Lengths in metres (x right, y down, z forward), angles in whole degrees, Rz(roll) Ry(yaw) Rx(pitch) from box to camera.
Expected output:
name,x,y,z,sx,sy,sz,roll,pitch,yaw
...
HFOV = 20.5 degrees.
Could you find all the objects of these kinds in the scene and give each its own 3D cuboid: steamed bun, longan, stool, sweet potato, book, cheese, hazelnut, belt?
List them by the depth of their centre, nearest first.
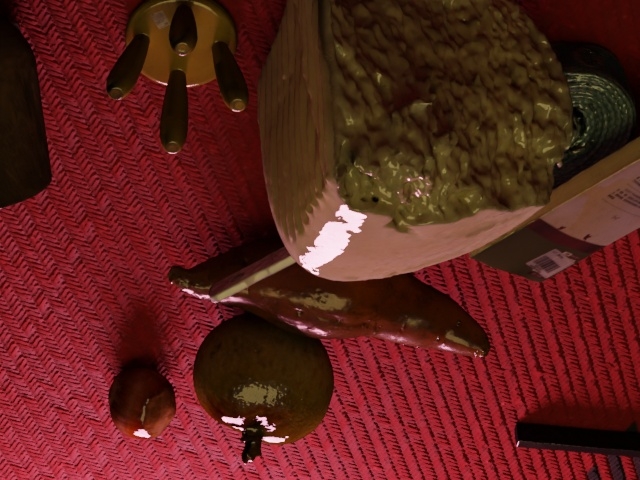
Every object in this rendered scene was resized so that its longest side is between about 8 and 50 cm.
name,x,y,z,sx,sy,sz,roll,pitch,yaw
stool,-0.347,-0.167,1.593,0.179,0.179,0.264,-5,109,2
steamed bun,0.089,-0.109,1.654,0.272,0.290,0.273,8,148,-16
stool,-0.135,-0.167,1.700,0.135,0.110,0.134,6,131,-6
belt,0.239,-0.116,1.778,0.148,0.082,0.163,8,129,-4
cheese,0.000,0.000,1.810,0.255,0.127,0.050,-29,107,3
book,0.307,-0.043,1.815,0.289,0.026,0.201,-31,156,21
sweet potato,0.014,0.052,1.895,0.359,0.112,0.112,7,130,-11
longan,-0.065,0.161,1.945,0.155,0.176,0.145,12,153,8
hazelnut,-0.205,0.186,2.025,0.086,0.086,0.086,-1,130,-1

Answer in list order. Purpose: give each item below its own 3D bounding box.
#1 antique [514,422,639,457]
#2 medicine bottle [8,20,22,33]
name,x,y,z,sx,sy,sz,roll,pitch,yaw
antique,0.328,0.241,2.117,0.192,0.031,0.015,5,130,-7
medicine bottle,-0.336,-0.180,1.714,0.091,0.058,0.058,-7,130,4
